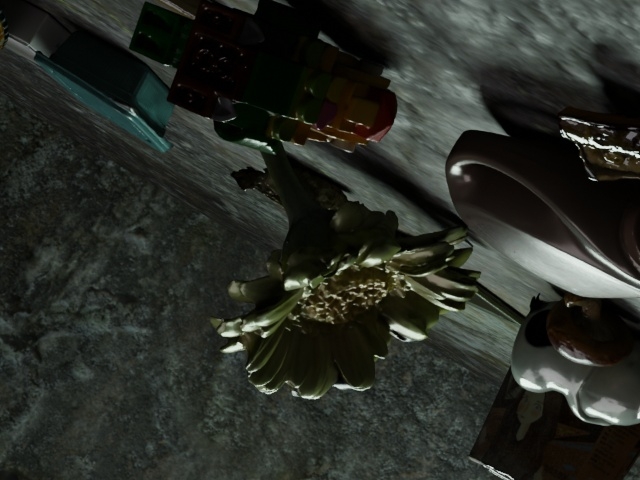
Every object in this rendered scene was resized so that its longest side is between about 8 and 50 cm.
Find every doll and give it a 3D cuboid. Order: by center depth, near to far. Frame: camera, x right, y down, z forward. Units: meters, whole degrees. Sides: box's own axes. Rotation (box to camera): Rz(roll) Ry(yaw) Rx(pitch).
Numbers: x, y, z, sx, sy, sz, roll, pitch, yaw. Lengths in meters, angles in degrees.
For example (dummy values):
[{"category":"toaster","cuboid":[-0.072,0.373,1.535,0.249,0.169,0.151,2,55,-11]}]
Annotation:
[{"category":"doll","cuboid":[-0.032,-0.119,1.176,0.186,0.106,0.134,15,-172,-28]},{"category":"doll","cuboid":[0.298,0.138,1.744,0.180,0.110,0.107,30,136,23]}]

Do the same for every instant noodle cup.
[{"category":"instant noodle cup","cuboid":[0.298,0.214,1.912,0.217,0.207,0.217,30,174,4]},{"category":"instant noodle cup","cuboid":[-0.253,-0.189,1.960,0.157,0.070,0.179,31,175,17]}]

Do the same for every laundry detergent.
[{"category":"laundry detergent","cuboid":[0.172,-0.023,1.094,0.171,0.076,0.237,32,174,-7]}]

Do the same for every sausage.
[{"category":"sausage","cuboid":[-0.133,-0.210,1.328,0.132,0.024,0.024,30,175,0]}]

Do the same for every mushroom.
[{"category":"mushroom","cuboid":[0.265,0.085,1.632,0.129,0.073,0.088,42,-158,-48]}]

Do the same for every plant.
[{"category":"plant","cuboid":[-0.004,0.048,1.756,0.297,0.261,0.306,27,-176,28]}]

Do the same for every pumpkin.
[{"category":"pumpkin","cuboid":[0.185,-0.058,0.942,0.073,0.035,0.101,16,166,23]}]

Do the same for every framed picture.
[{"category":"framed picture","cuboid":[0.149,0.038,2.141,0.252,0.014,0.197,34,174,-37]}]

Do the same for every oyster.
[{"category":"oyster","cuboid":[-0.028,-0.062,1.979,0.105,0.056,0.177,20,-176,-43]}]

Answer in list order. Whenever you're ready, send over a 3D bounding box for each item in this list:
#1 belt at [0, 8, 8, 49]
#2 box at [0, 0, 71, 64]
[{"category":"belt","cuboid":[-0.515,-0.294,1.923,0.295,0.160,0.207,31,155,20]},{"category":"box","cuboid":[-0.377,-0.267,2.027,0.129,0.051,0.130,28,175,22]}]
